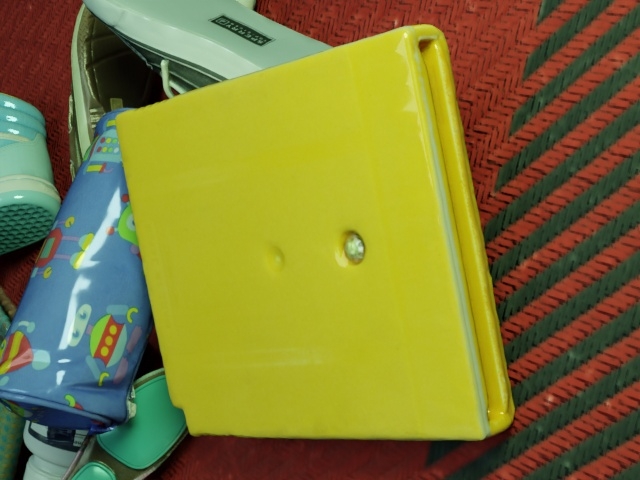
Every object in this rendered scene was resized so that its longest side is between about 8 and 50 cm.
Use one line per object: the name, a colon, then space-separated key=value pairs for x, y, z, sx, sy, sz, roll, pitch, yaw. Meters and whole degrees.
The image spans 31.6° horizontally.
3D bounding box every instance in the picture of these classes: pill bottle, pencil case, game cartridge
pill bottle: x=-0.242 y=0.170 z=1.132 sx=0.094 sy=0.094 sz=0.169 roll=25 pitch=101 yaw=49
pencil case: x=-0.193 y=0.033 z=1.036 sx=0.119 sy=0.133 sz=0.306 roll=-23 pitch=45 yaw=60
game cartridge: x=-0.019 y=0.010 z=0.868 sx=0.323 sy=0.052 sz=0.285 roll=-8 pitch=94 yaw=44

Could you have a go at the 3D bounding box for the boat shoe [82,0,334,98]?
boat shoe: x=-0.092 y=-0.151 z=0.985 sx=0.306 sy=0.113 sz=0.105 roll=27 pitch=129 yaw=21

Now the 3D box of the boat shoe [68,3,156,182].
boat shoe: x=-0.232 y=-0.145 z=1.194 sx=0.095 sy=0.095 sz=0.257 roll=-18 pitch=68 yaw=52

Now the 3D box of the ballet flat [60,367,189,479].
ballet flat: x=-0.192 y=0.207 z=1.072 sx=0.221 sy=0.077 sz=0.079 roll=-53 pitch=-2 yaw=-2

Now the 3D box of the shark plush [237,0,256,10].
shark plush: x=-0.092 y=-0.242 z=1.086 sx=0.067 sy=0.073 sz=0.161 roll=166 pitch=105 yaw=-80

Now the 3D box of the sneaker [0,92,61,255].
sneaker: x=-0.458 y=-0.072 z=1.362 sx=0.319 sy=0.127 sz=0.208 roll=-15 pitch=61 yaw=11

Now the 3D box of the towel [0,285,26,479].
towel: x=-0.405 y=0.169 z=1.262 sx=0.271 sy=0.040 sz=0.370 roll=45 pitch=130 yaw=31
